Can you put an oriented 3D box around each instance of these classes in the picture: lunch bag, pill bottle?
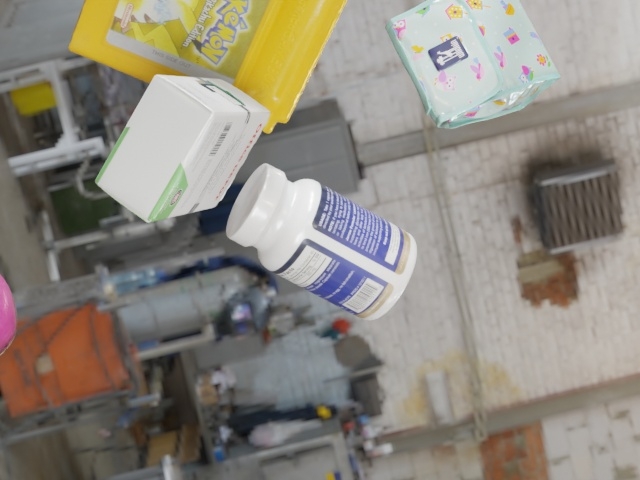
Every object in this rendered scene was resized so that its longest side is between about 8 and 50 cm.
[{"bbox_3d":[0.262,-0.327,2.108,0.160,0.262,0.223,-40,-108,55],"label":"lunch bag"},{"bbox_3d":[0.000,0.000,1.779,0.153,0.264,0.153,-51,-159,28],"label":"pill bottle"}]

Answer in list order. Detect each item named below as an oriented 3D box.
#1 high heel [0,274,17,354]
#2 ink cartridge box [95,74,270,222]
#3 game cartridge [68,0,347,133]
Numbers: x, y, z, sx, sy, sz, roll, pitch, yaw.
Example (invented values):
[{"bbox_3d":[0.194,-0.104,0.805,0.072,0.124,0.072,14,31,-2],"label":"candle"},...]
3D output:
[{"bbox_3d":[-0.537,0.129,1.674,0.181,0.127,0.377,57,14,-36],"label":"high heel"},{"bbox_3d":[-0.168,-0.119,1.493,0.092,0.160,0.219,35,13,9],"label":"ink cartridge box"},{"bbox_3d":[-0.145,-0.319,1.600,0.053,0.323,0.285,-85,-160,-59],"label":"game cartridge"}]
